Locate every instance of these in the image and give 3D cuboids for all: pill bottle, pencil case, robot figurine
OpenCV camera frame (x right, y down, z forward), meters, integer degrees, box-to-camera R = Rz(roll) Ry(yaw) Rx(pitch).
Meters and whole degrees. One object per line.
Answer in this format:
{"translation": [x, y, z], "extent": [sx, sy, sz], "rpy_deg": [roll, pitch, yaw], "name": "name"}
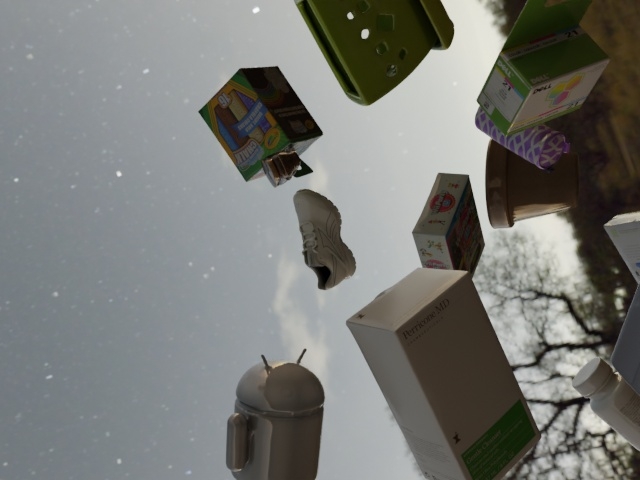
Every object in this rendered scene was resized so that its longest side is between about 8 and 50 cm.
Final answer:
{"translation": [0.754, 0.405, 1.883], "extent": [0.229, 0.131, 0.131], "rpy_deg": [41, -159, 5], "name": "pill bottle"}
{"translation": [0.415, -0.227, 1.555], "extent": [0.206, 0.088, 0.086], "rpy_deg": [44, 146, 38], "name": "pencil case"}
{"translation": [-0.096, 0.418, 1.674], "extent": [0.300, 0.200, 0.353], "rpy_deg": [-4, -79, -54], "name": "robot figurine"}

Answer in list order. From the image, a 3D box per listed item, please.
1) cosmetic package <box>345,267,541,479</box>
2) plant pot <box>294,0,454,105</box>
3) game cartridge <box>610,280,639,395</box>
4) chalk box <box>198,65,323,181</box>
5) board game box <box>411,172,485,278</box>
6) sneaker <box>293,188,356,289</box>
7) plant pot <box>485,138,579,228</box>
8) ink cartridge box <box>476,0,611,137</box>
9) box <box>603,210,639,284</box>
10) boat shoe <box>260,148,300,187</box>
{"translation": [0.224, 0.250, 1.347], "extent": [0.197, 0.155, 0.365], "rpy_deg": [-36, -70, -25], "name": "cosmetic package"}
{"translation": [0.098, -0.394, 1.344], "extent": [0.228, 0.207, 0.227], "rpy_deg": [58, -177, -16], "name": "plant pot"}
{"translation": [0.573, 0.191, 1.115], "extent": [0.294, 0.060, 0.196], "rpy_deg": [40, 130, 51], "name": "game cartridge"}
{"translation": [-0.132, -0.273, 1.908], "extent": [0.289, 0.179, 0.180], "rpy_deg": [57, -148, 5], "name": "chalk box"}
{"translation": [0.358, -0.002, 2.066], "extent": [0.224, 0.098, 0.303], "rpy_deg": [-63, -34, -31], "name": "board game box"}
{"translation": [0.000, 0.000, 2.026], "extent": [0.129, 0.111, 0.297], "rpy_deg": [-43, -65, -44], "name": "sneaker"}
{"translation": [0.584, -0.159, 2.053], "extent": [0.263, 0.229, 0.263], "rpy_deg": [1, -90, -68], "name": "plant pot"}
{"translation": [0.400, -0.314, 1.276], "extent": [0.097, 0.189, 0.255], "rpy_deg": [58, 157, 22], "name": "ink cartridge box"}
{"translation": [0.730, 0.080, 1.493], "extent": [0.322, 0.058, 0.232], "rpy_deg": [59, 165, -4], "name": "box"}
{"translation": [-0.085, -0.161, 1.653], "extent": [0.073, 0.073, 0.207], "rpy_deg": [63, 173, -9], "name": "boat shoe"}
